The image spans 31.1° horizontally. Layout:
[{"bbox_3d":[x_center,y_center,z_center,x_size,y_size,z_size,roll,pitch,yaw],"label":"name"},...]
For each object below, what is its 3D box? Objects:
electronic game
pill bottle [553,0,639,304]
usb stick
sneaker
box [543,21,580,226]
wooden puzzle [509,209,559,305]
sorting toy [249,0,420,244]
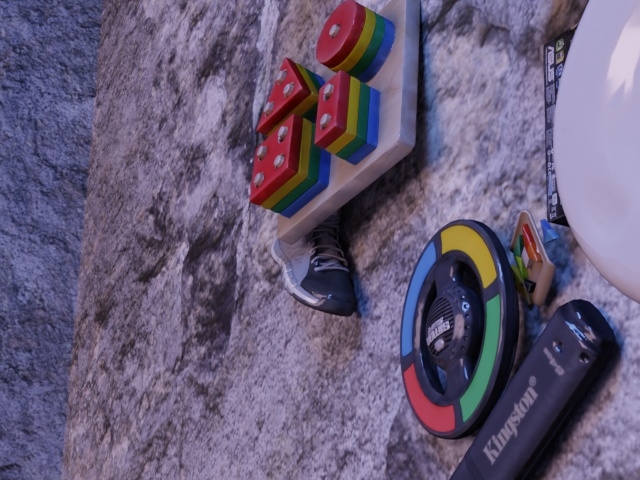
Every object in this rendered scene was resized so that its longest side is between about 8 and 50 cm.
[{"bbox_3d":[0.139,0.091,1.197,0.229,0.048,0.229,-172,90,-69],"label":"electronic game"},{"bbox_3d":[0.312,-0.038,0.550,0.204,0.361,0.204,-35,50,56],"label":"pill bottle"},{"bbox_3d":[0.188,0.178,1.082,0.278,0.045,0.077,-64,29,29],"label":"usb stick"},{"bbox_3d":[0.000,0.000,1.494,0.132,0.086,0.229,-69,26,15],"label":"sneaker"},{"bbox_3d":[0.272,-0.125,1.032,0.184,0.045,0.191,-28,55,56],"label":"box"},{"bbox_3d":[0.201,0.018,1.106,0.116,0.014,0.078,92,162,-45],"label":"wooden puzzle"},{"bbox_3d":[0.008,-0.168,1.448,0.257,0.089,0.255,-38,36,44],"label":"sorting toy"}]
